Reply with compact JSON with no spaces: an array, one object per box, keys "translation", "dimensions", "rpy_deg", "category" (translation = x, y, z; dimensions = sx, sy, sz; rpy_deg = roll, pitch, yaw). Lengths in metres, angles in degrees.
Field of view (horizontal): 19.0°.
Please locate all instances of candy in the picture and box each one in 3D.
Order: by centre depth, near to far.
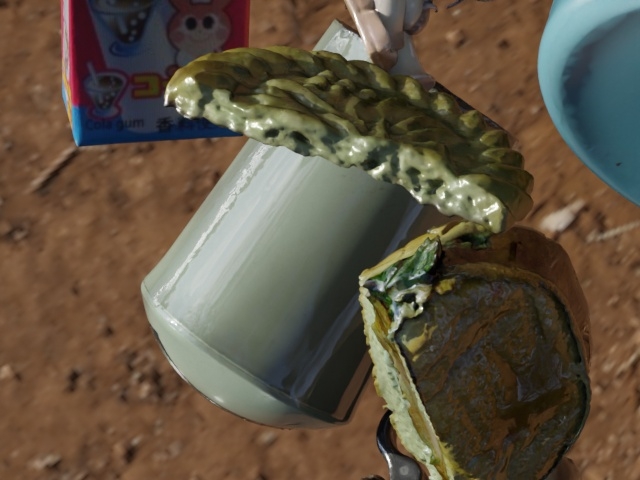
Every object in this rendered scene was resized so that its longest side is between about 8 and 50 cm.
[{"translation":[-0.141,-0.234,1.628],"dimensions":[0.157,0.100,0.305],"rpy_deg":[-4,124,-12],"category":"candy"}]

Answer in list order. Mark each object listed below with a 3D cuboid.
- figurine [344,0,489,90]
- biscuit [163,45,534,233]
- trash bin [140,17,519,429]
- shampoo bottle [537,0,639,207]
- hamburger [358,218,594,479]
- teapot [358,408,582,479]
[{"translation":[0.123,-0.232,1.558],"dimensions":[0.237,0.162,0.141],"rpy_deg":[-32,74,-1],"category":"figurine"},{"translation":[0.034,-0.090,1.393],"dimensions":[0.274,0.187,0.036],"rpy_deg":[20,114,8],"category":"biscuit"},{"translation":[0.000,0.000,2.108],"dimensions":[0.280,0.280,0.432],"rpy_deg":[35,97,11],"category":"trash bin"},{"translation":[0.340,-0.200,1.243],"dimensions":[0.331,0.342,0.331],"rpy_deg":[18,154,9],"category":"shampoo bottle"},{"translation":[0.161,0.101,1.775],"dimensions":[0.132,0.211,0.308],"rpy_deg":[47,161,57],"category":"hamburger"},{"translation":[0.137,0.304,2.064],"dimensions":[0.285,0.223,0.305],"rpy_deg":[-3,93,15],"category":"teapot"}]
